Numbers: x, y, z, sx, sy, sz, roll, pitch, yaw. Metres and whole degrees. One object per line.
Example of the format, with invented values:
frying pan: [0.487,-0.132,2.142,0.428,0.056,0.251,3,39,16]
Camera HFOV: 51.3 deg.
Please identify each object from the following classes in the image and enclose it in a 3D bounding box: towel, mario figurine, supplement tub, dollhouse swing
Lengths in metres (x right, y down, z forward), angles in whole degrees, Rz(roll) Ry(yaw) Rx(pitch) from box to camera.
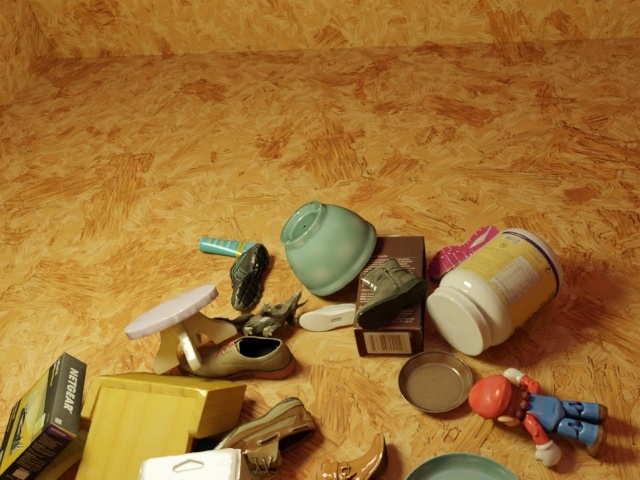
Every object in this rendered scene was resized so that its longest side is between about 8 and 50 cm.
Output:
towel: [-0.272,0.557,1.738,0.120,0.029,0.067,9,45,23]
mario figurine: [0.526,0.433,1.649,0.321,0.170,0.198,15,11,13]
supplement tub: [0.484,0.142,1.857,0.331,0.241,0.241,-35,46,-23]
dollhouse swing: [-0.418,0.520,1.753,0.347,0.315,0.304,1,83,20]

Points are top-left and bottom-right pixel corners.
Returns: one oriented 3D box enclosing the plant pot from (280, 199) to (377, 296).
plant pot: [0.000,0.000,2.070,0.293,0.196,0.293,-36,29,24]

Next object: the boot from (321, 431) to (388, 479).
boot: [0.083,0.552,1.629,0.153,0.072,0.197,-2,40,17]

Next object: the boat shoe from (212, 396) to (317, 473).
boat shoe: [-0.145,0.518,1.669,0.324,0.122,0.120,-30,54,-29]

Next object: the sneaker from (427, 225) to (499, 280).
sneaker: [0.455,0.065,2.059,0.252,0.111,0.103,-28,36,16]

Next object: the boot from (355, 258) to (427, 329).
boot: [0.163,0.148,1.861,0.247,0.083,0.161,-28,36,-25]

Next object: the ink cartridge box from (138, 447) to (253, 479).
ink cartridge box: [-0.252,0.606,1.470,0.226,0.306,0.131,-9,41,4]

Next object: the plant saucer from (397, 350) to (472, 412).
plant saucer: [0.307,0.384,1.786,0.199,0.036,0.198,-6,42,6]

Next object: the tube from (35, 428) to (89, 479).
tube: [-0.706,0.603,1.774,0.070,0.062,0.240,42,56,7]

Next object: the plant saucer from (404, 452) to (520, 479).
plant saucer: [0.324,0.632,1.503,0.318,0.043,0.317,-7,41,6]

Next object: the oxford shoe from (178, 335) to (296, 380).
oxford shoe: [-0.252,0.323,1.914,0.349,0.130,0.123,-7,44,10]

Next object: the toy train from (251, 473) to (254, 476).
toy train: [-0.185,0.570,1.712,0.024,0.017,0.083,-9,40,-11]

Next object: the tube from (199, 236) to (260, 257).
tube: [-0.319,0.026,2.330,0.207,0.052,0.080,7,54,12]

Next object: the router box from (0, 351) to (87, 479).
router box: [-0.738,0.478,1.766,0.243,0.081,0.309,-45,27,8]

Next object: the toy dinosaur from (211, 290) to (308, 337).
toy dinosaur: [-0.188,0.250,1.997,0.314,0.160,0.120,-21,74,7]

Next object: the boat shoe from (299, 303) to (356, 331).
boat shoe: [0.029,0.225,2.014,0.184,0.066,0.063,-15,20,7]

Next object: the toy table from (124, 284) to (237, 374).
toy table: [-0.387,0.254,1.880,0.274,0.160,0.252,-24,15,7]

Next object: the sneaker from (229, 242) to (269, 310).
sneaker: [-0.246,0.128,2.179,0.106,0.101,0.267,-16,37,30]

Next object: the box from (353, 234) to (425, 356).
box: [0.213,0.159,1.984,0.191,0.143,0.381,-1,44,13]
